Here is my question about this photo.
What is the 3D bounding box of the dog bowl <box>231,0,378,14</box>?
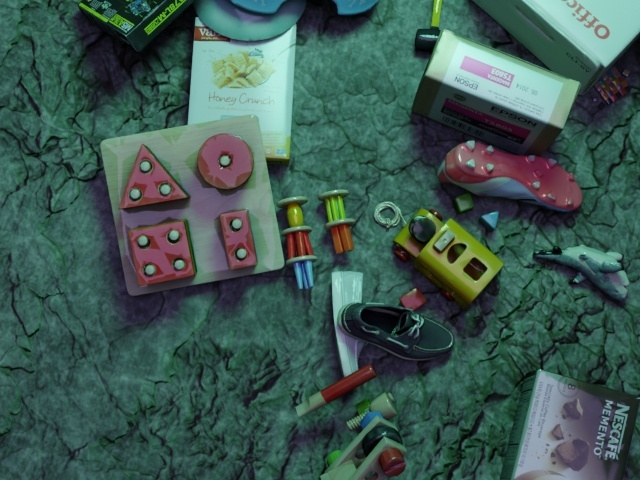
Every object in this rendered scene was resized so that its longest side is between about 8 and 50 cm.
[{"bbox_3d":[-0.029,-0.460,1.924,0.297,0.074,0.166,-3,61,-18],"label":"dog bowl"}]

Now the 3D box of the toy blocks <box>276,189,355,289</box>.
[{"bbox_3d":[0.000,0.000,1.896,0.123,0.054,0.148,-9,80,-3],"label":"toy blocks"}]

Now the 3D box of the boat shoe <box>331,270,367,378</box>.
[{"bbox_3d":[0.053,0.138,1.871,0.063,0.066,0.184,-5,70,-1],"label":"boat shoe"}]

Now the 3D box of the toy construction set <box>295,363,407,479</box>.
[{"bbox_3d":[0.040,0.374,1.762,0.237,0.257,0.309,-29,60,6],"label":"toy construction set"}]

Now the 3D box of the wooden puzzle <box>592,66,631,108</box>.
[{"bbox_3d":[0.493,-0.262,1.982,0.083,0.006,0.049,-33,82,-7],"label":"wooden puzzle"}]

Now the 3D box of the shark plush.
[{"bbox_3d":[0.426,0.047,1.901,0.161,0.073,0.067,14,109,-3],"label":"shark plush"}]

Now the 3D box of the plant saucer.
[{"bbox_3d":[-0.119,-0.422,1.954,0.195,0.037,0.195,1,62,-2],"label":"plant saucer"}]

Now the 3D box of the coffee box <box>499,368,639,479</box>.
[{"bbox_3d":[0.371,0.363,1.803,0.168,0.119,0.297,16,79,3],"label":"coffee box"}]

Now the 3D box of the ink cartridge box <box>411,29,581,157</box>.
[{"bbox_3d":[0.275,-0.228,1.876,0.235,0.193,0.088,23,79,3],"label":"ink cartridge box"}]

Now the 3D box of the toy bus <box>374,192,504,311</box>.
[{"bbox_3d":[0.197,0.014,1.873,0.202,0.104,0.191,-4,79,-3],"label":"toy bus"}]

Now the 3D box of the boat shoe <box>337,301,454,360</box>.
[{"bbox_3d":[0.130,0.142,1.839,0.206,0.065,0.075,16,72,-21],"label":"boat shoe"}]

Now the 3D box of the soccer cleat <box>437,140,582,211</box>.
[{"bbox_3d":[0.311,-0.098,1.912,0.248,0.095,0.083,15,65,-20],"label":"soccer cleat"}]

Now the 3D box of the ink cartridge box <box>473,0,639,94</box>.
[{"bbox_3d":[0.471,-0.479,1.945,0.279,0.160,0.384,43,81,8],"label":"ink cartridge box"}]

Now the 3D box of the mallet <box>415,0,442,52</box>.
[{"bbox_3d":[0.210,-0.406,1.991,0.062,0.039,0.189,15,75,3],"label":"mallet"}]

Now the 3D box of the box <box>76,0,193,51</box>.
[{"bbox_3d":[-0.286,-0.409,1.918,0.184,0.045,0.191,-47,44,-8],"label":"box"}]

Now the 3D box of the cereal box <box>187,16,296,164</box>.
[{"bbox_3d":[-0.131,-0.249,1.942,0.173,0.047,0.240,2,79,-3],"label":"cereal box"}]

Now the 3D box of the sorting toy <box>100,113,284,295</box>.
[{"bbox_3d":[-0.204,-0.057,1.854,0.257,0.089,0.255,-10,93,-2],"label":"sorting toy"}]
